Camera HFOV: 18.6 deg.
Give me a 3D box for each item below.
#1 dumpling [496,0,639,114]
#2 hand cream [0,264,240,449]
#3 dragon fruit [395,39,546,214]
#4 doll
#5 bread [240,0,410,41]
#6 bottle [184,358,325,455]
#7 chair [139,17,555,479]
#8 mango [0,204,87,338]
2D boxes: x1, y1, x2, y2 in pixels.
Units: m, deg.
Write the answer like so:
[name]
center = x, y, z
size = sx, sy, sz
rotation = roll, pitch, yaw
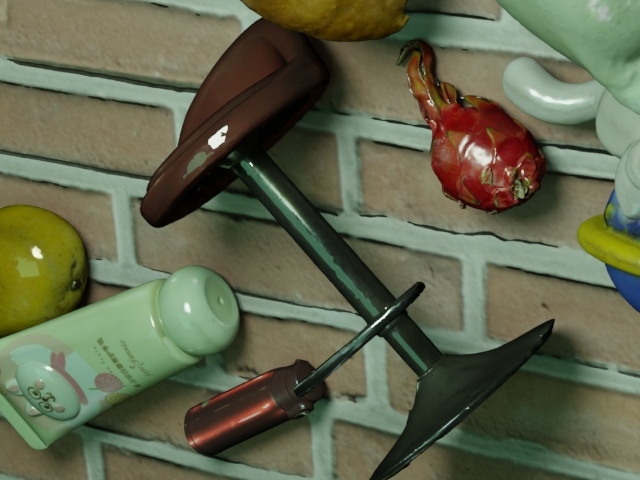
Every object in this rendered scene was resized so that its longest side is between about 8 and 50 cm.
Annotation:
[dumpling]
center = 0.206, -0.276, 1.526
size = 0.320, 0.270, 0.212
rotation = 47, 155, -26
[hand cream]
center = -0.222, 0.115, 1.996
size = 0.306, 0.093, 0.147
rotation = -24, 117, 28
[dragon fruit]
center = 0.127, -0.097, 1.728
size = 0.190, 0.094, 0.094
rotation = 53, 131, 27
[doll]
center = 0.270, -0.053, 1.602
size = 0.311, 0.159, 0.242
rotation = 18, 122, 27
[bread]
center = -0.043, -0.326, 1.605
size = 0.194, 0.179, 0.340
rotation = -135, 35, -59
[bottle]
center = -0.065, 0.169, 1.974
size = 0.164, 0.060, 0.060
rotation = -28, 96, 37
[chair]
center = 0.000, 0.000, 1.752
size = 0.401, 0.226, 0.226
rotation = 49, 128, 3
[mango]
center = -0.325, 0.035, 2.048
size = 0.195, 0.098, 0.137
rotation = -18, 105, 40
